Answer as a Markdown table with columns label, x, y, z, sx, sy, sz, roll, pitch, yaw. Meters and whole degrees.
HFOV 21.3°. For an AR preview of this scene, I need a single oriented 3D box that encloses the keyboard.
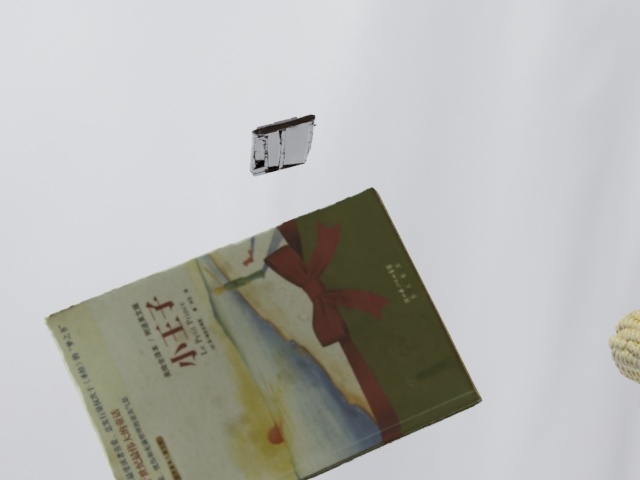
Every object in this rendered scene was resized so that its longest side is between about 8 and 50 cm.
| label | x | y | z | sx | sy | sz | roll | pitch | yaw |
| --- | --- | --- | --- | --- | --- | --- | --- | --- | --- |
| keyboard | -0.049 | -0.123 | 2.194 | 0.250 | 0.087 | 0.017 | 104 | 150 | -80 |

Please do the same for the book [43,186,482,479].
| label | x | y | z | sx | sy | sz | roll | pitch | yaw |
| --- | --- | --- | --- | --- | --- | --- | --- | --- | --- |
| book | -0.042 | 0.093 | 1.316 | 0.201 | 0.289 | 0.026 | 64 | 165 | 12 |

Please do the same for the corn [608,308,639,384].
| label | x | y | z | sx | sy | sz | roll | pitch | yaw |
| --- | --- | --- | --- | --- | --- | --- | --- | --- | --- |
| corn | 0.438 | 0.137 | 1.993 | 0.310 | 0.101 | 0.101 | 11 | 93 | 65 |
